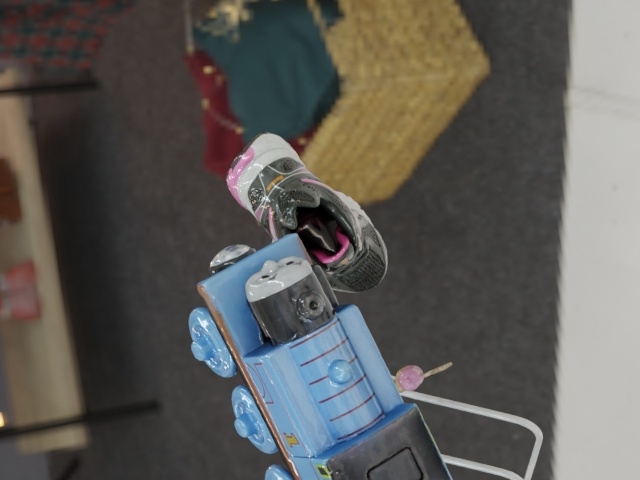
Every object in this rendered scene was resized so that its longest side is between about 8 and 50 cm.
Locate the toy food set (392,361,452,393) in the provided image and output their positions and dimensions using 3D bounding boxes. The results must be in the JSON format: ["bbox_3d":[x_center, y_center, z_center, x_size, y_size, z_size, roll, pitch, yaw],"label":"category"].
[{"bbox_3d":[0.054,0.135,1.453,0.019,0.122,0.078,59,156,2],"label":"toy food set"}]

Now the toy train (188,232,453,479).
[{"bbox_3d":[-0.001,0.084,0.892,0.105,0.080,0.184,-12,104,63],"label":"toy train"}]

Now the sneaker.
[{"bbox_3d":[0.000,0.000,1.184,0.072,0.178,0.077,-46,50,5],"label":"sneaker"}]

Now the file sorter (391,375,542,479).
[{"bbox_3d":[0.104,0.315,1.651,0.193,0.173,0.278,95,-169,-53],"label":"file sorter"}]
